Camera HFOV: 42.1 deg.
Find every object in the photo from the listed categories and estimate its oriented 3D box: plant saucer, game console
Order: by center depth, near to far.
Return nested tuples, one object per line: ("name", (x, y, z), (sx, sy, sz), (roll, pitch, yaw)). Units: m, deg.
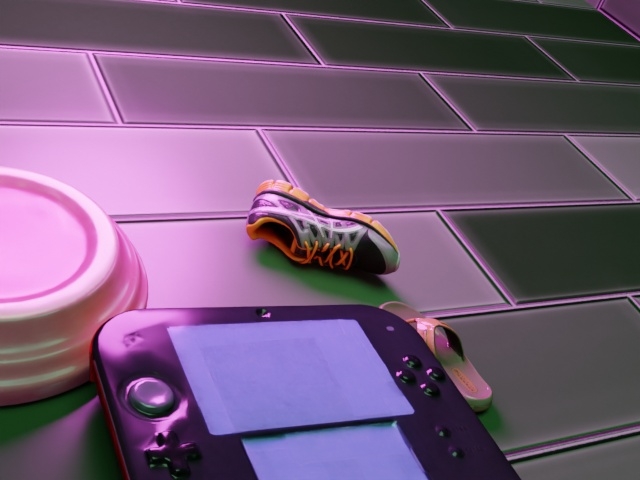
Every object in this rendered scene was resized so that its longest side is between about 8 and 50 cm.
("game console", (-0.007, 0.185, 0.800), (0.387, 0.060, 0.342), (1, 32, -31))
("plant saucer", (-0.346, 0.023, 0.878), (0.332, 0.084, 0.332), (12, 36, -9))

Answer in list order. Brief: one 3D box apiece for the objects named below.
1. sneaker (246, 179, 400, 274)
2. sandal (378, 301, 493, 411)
("sneaker", (0.000, 0.000, 1.087), (0.215, 0.084, 0.083), (22, 49, 9))
("sandal", (0.142, 0.129, 0.998), (0.072, 0.049, 0.180), (-16, 48, -39))
